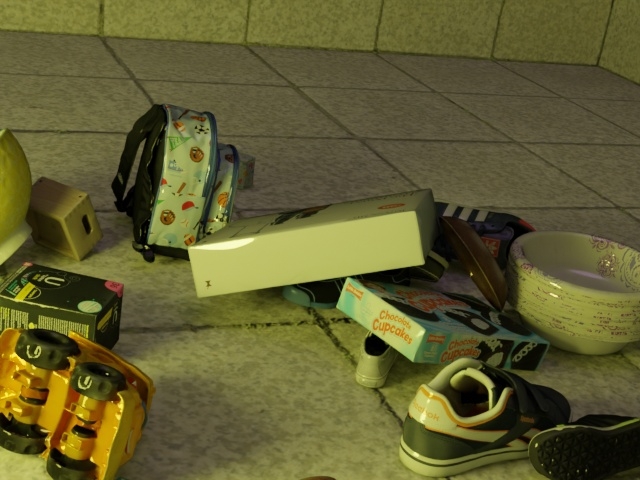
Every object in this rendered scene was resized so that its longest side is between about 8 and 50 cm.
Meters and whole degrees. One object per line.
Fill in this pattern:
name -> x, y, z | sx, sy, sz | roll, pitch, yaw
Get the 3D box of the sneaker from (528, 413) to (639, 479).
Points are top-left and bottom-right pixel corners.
sneaker -> 0.381, 0.293, 1.519 | 0.234, 0.084, 0.097 | 1, 3, -26

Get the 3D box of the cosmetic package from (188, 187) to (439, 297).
cosmetic package -> 0.000, 0.000, 1.809 | 0.377, 0.098, 0.284 | -9, 10, 12

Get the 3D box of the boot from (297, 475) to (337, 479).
boot -> -0.004, 0.355, 1.215 | 0.152, 0.073, 0.197 | 31, 34, 33

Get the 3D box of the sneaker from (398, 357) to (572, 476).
sneaker -> 0.254, 0.237, 1.519 | 0.321, 0.128, 0.126 | -9, 27, -40

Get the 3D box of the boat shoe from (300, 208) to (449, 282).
boat shoe -> 0.086, 0.030, 1.999 | 0.304, 0.091, 0.109 | 18, -19, 9

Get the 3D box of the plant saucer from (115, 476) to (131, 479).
plant saucer -> -0.177, 0.329, 1.267 | 0.192, 0.018, 0.067 | 17, 24, 17

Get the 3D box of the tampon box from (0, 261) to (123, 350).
tampon box -> -0.391, 0.114, 1.592 | 0.160, 0.102, 0.120 | 11, 23, 5

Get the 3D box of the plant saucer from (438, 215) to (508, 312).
plant saucer -> 0.273, 0.033, 1.861 | 0.036, 0.199, 0.198 | -32, 30, -2

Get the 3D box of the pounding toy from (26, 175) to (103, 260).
pounding toy -> -0.462, -0.041, 1.923 | 0.130, 0.141, 0.100 | 20, 53, 25

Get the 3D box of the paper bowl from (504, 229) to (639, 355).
paper bowl -> 0.464, 0.100, 1.897 | 0.284, 0.148, 0.284 | 8, 23, -3

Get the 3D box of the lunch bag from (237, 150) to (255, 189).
lunch bag -> -0.192, -0.160, 2.376 | 0.083, 0.071, 0.053 | 23, 30, 25

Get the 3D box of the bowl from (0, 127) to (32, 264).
bowl -> -0.575, -0.034, 1.770 | 0.156, 0.289, 0.289 | 49, 13, -19

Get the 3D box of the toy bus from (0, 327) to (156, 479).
toy bus -> -0.292, 0.208, 1.384 | 0.220, 0.150, 0.211 | 24, 10, 28

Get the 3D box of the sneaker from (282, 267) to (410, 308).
sneaker -> 0.048, 0.067, 1.891 | 0.232, 0.091, 0.081 | 2, 23, -18

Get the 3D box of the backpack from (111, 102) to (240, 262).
backpack -> -0.261, -0.117, 1.992 | 0.213, 0.264, 0.276 | 0, 23, -21

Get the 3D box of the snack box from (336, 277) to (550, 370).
snack box -> 0.201, 0.137, 1.718 | 0.321, 0.060, 0.187 | 10, 16, -44

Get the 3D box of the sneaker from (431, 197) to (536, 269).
sneaker -> 0.289, -0.003, 2.100 | 0.349, 0.131, 0.148 | -2, 20, -26

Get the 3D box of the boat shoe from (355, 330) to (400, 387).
boat shoe -> 0.092, 0.166, 1.702 | 0.066, 0.063, 0.184 | 15, 23, 13
